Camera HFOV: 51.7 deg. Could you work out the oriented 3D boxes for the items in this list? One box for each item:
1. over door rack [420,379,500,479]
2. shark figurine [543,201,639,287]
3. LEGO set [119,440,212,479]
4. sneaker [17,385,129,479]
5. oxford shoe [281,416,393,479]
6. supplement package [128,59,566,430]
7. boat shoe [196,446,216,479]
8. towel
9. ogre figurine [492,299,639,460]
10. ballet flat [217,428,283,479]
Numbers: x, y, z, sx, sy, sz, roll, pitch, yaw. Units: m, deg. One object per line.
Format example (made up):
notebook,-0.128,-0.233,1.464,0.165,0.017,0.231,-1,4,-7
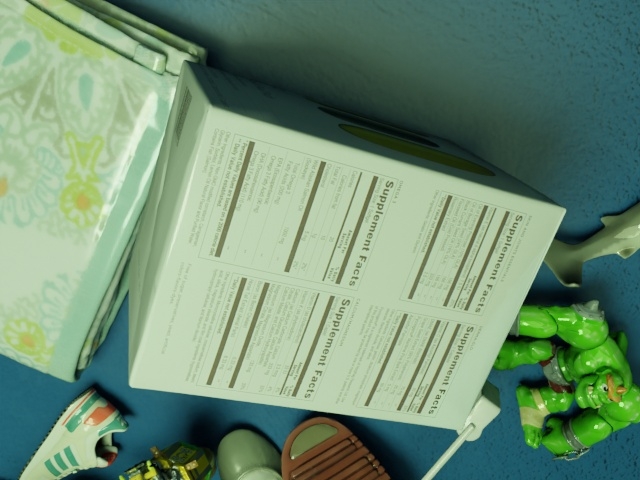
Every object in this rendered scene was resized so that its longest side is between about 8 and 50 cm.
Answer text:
over door rack,0.146,0.322,0.583,0.239,0.108,0.324,37,92,4
shark figurine,0.317,-0.054,0.595,0.278,0.166,0.116,-28,77,30
LEGO set,-0.212,0.351,0.598,0.331,0.192,0.255,-21,86,4
sneaker,-0.275,0.243,0.742,0.075,0.057,0.161,36,104,0
oxford shoe,0.053,0.355,0.718,0.123,0.130,0.348,-24,83,-9
supplement package,0.000,0.000,0.531,0.263,0.199,0.198,13,108,-21
boat shoe,-0.171,0.285,0.750,0.153,0.056,0.048,-35,110,15
towel,-0.308,-0.077,0.636,0.321,0.090,0.374,28,107,-1
ogre figurine,0.240,0.127,0.647,0.118,0.097,0.197,-23,88,30
ballet flat,-0.049,0.307,0.732,0.072,0.068,0.213,-25,106,-14
